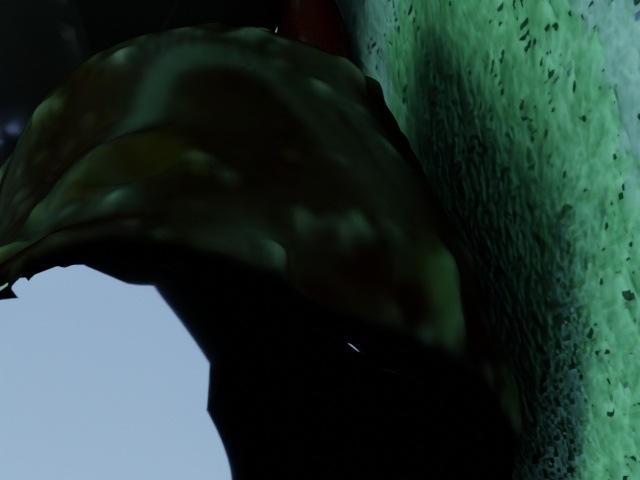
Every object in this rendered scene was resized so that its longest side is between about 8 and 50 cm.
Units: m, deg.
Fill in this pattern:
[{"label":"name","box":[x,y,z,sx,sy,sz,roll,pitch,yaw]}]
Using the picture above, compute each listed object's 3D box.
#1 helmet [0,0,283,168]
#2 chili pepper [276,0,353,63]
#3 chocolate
[{"label":"helmet","box":[-0.099,-0.152,0.777,0.305,0.177,0.225,-59,-17,-12]},{"label":"chili pepper","box":[0.000,0.000,0.787,0.071,0.063,0.272,29,127,60]},{"label":"chocolate","box":[-0.040,0.060,0.652,0.210,0.225,0.340,-91,-1,-47]}]
